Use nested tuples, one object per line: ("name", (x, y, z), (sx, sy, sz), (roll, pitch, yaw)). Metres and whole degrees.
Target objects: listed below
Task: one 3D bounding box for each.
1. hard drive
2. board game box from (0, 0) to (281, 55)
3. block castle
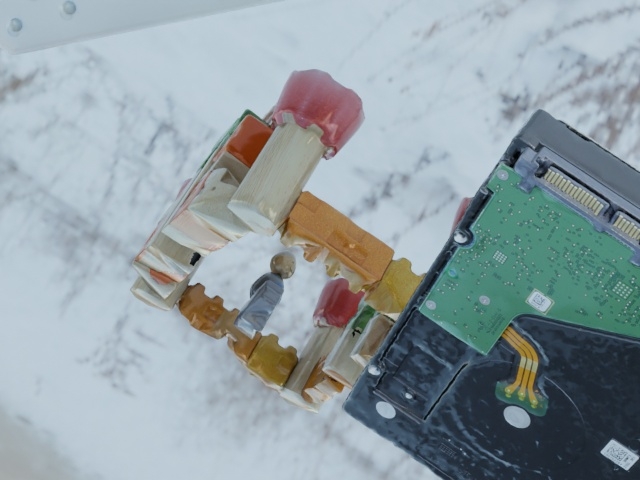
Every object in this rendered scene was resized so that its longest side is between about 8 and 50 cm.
("hard drive", (0.177, 0.085, 1.131), (0.237, 0.064, 0.339), (33, 138, 6))
("board game box", (-0.081, -0.346, 0.993), (0.390, 0.050, 0.390), (-10, 109, 13))
("block castle", (0.000, 0.000, 1.641), (0.303, 0.213, 0.453), (35, 156, -10))
